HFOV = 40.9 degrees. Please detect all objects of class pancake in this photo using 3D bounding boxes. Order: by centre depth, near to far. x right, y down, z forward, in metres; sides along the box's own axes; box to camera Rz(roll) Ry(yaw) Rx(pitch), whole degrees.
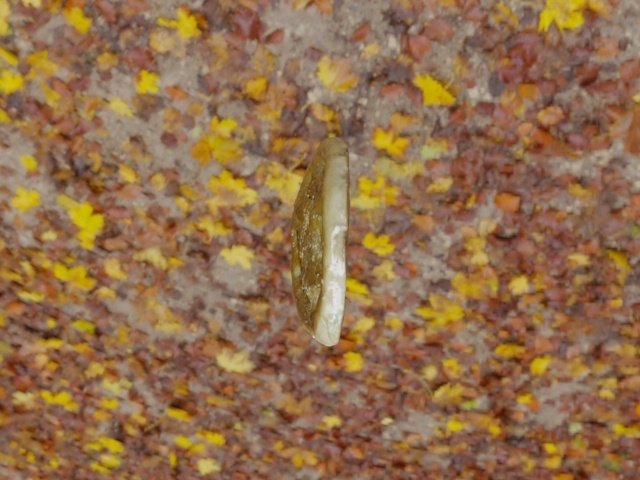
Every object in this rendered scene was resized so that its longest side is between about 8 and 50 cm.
[{"bbox_3d":[0.000,0.000,0.610,0.028,0.158,0.158,3,138,-10],"label":"pancake"}]
